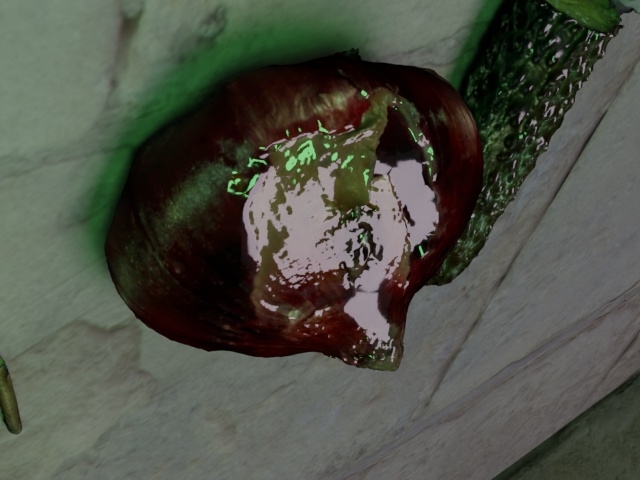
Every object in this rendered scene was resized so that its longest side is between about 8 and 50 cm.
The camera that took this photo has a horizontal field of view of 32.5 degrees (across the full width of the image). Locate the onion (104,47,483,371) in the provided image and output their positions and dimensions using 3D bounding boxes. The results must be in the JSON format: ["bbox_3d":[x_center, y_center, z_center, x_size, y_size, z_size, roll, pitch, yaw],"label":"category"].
[{"bbox_3d":[0.000,0.000,0.740,0.272,0.195,0.272,-30,159,-12],"label":"onion"}]

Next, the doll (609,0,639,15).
[{"bbox_3d":[0.281,-0.266,0.849,0.258,0.153,0.195,-40,-179,33],"label":"doll"}]

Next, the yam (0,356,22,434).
[{"bbox_3d":[-0.225,0.112,0.782,0.014,0.014,0.107,-32,154,-26],"label":"yam"}]

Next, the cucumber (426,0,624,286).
[{"bbox_3d":[0.141,-0.075,0.980,0.096,0.096,0.359,-23,151,-40],"label":"cucumber"}]
